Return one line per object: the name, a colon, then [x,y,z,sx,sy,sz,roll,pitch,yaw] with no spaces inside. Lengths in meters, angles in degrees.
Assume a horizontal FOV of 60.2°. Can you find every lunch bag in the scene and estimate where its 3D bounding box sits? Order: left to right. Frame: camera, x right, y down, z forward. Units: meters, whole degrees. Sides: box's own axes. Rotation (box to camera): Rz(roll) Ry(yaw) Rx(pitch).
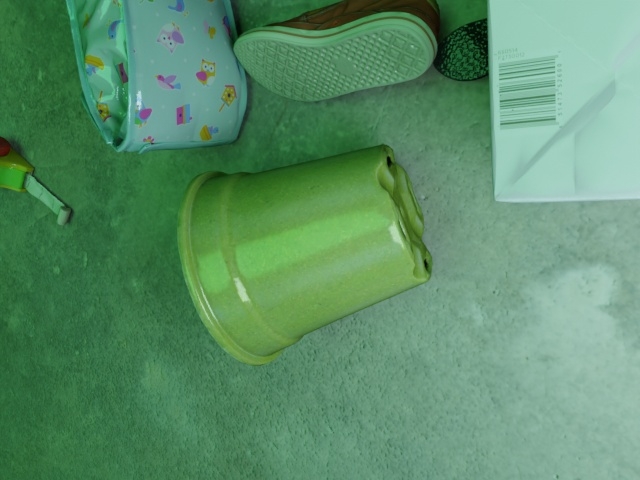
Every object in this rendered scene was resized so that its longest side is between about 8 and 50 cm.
lunch bag: [-0.234,-0.262,0.822,0.160,0.223,0.262,-4,97,36]

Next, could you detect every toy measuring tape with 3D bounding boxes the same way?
toy measuring tape: [-0.666,-0.132,1.157,0.330,0.121,0.121,38,114,20]

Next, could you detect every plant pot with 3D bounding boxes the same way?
plant pot: [0.000,0.000,0.727,0.253,0.276,0.276,-18,88,19]

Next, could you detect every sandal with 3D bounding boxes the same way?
sandal: [0.224,-0.248,0.670,0.179,0.040,0.067,-26,89,16]

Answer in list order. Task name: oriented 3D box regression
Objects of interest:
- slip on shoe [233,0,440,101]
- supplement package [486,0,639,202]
slip on shoe: [0.015,-0.267,0.755,0.331,0.123,0.101,5,56,39]
supplement package: [0.272,-0.133,0.505,0.175,0.293,0.178,0,97,30]
